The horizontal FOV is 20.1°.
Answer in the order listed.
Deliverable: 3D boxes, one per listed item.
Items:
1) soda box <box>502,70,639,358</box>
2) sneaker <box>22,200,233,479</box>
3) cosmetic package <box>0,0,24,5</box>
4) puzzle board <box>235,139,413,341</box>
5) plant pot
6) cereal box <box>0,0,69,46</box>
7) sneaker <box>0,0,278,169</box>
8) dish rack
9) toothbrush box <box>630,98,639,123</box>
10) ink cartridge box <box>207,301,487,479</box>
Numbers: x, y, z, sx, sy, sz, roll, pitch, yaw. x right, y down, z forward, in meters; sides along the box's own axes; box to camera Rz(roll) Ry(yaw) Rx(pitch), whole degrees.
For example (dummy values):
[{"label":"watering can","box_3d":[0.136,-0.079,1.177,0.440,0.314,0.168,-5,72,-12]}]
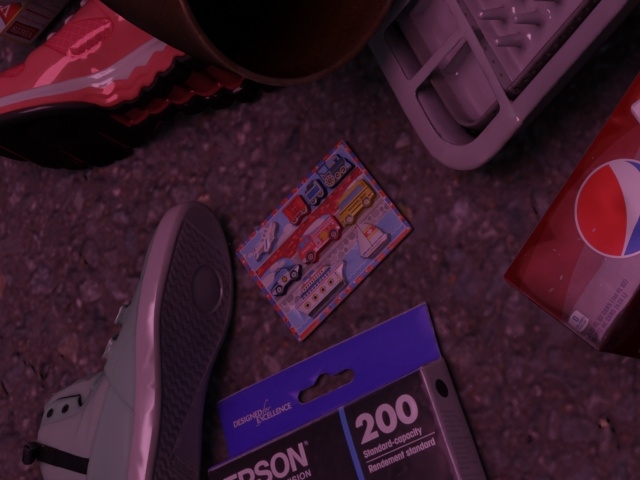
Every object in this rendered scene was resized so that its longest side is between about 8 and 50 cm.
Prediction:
[{"label":"soda box","box_3d":[0.238,-0.054,1.198,0.092,0.083,0.263,40,103,30]},{"label":"sneaker","box_3d":[-0.159,0.091,1.421,0.151,0.094,0.256,4,81,38]},{"label":"cosmetic package","box_3d":[-0.251,-0.394,1.433,0.155,0.197,0.365,-4,73,39]},{"label":"puzzle board","box_3d":[0.000,0.000,1.383,0.128,0.011,0.096,-46,61,18]},{"label":"plant pot","box_3d":[-0.093,-0.229,1.294,0.230,0.215,0.215,14,90,46]},{"label":"cereal box","box_3d":[-0.226,-0.309,1.552,0.240,0.047,0.173,-44,60,20]},{"label":"sneaker","box_3d":[-0.159,-0.156,1.467,0.314,0.116,0.136,-18,63,22]},{"label":"dish rack","box_3d":[0.136,-0.241,1.244,0.333,0.072,0.285,-51,56,44]},{"label":"toothbrush box","box_3d":[0.357,-0.080,1.049,0.283,0.122,0.206,-35,88,16]},{"label":"ink cartridge box","box_3d":[0.017,0.175,1.325,0.206,0.045,0.208,-28,67,26]}]
